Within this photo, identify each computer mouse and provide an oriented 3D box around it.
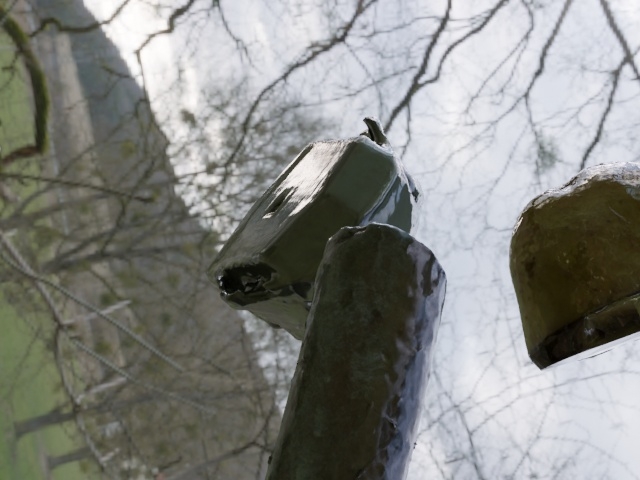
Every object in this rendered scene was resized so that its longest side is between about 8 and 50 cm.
[{"bbox_3d":[0.002,0.002,0.935,0.145,0.228,0.429,38,-8,-12],"label":"computer mouse"}]

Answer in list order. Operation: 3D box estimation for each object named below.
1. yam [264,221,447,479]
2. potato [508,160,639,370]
[{"bbox_3d":[0.016,0.122,0.546,0.093,0.093,0.259,150,-44,-70],"label":"yam"},{"bbox_3d":[0.341,0.017,1.034,0.242,0.285,0.243,-23,90,-90],"label":"potato"}]
